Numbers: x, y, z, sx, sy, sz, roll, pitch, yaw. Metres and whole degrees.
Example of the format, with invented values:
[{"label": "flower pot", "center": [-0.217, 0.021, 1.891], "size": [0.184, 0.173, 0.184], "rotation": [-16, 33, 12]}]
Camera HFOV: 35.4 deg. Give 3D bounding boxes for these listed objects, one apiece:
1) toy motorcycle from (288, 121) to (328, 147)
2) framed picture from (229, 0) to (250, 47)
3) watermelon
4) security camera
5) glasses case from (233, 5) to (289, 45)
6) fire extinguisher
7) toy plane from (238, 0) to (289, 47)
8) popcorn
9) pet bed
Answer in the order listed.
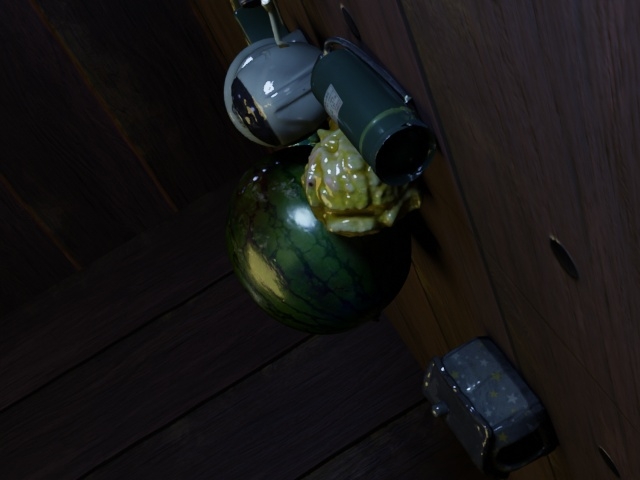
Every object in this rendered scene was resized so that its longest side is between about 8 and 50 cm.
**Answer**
[{"label": "toy motorcycle", "center": [-0.024, -0.212, 2.266], "size": [0.198, 0.109, 0.296], "rotation": [80, 168, -51]}, {"label": "framed picture", "center": [-0.153, -0.467, 2.251], "size": [0.247, 0.022, 0.335], "rotation": [-128, 14, -67]}, {"label": "watermelon", "center": [0.000, 0.000, 1.833], "size": [0.363, 0.363, 0.363], "rotation": [59, 177, 5]}, {"label": "security camera", "center": [-0.063, -0.252, 1.717], "size": [0.197, 0.191, 0.277], "rotation": [61, 176, -12]}, {"label": "glasses case", "center": [-0.094, -0.383, 1.959], "size": [0.184, 0.077, 0.039], "rotation": [60, 178, -10]}, {"label": "fire extinguisher", "center": [0.052, -0.193, 1.357], "size": [0.294, 0.093, 0.118], "rotation": [-123, 29, -45]}, {"label": "toy plane", "center": [-0.093, -0.396, 1.436], "size": [0.244, 0.092, 0.229], "rotation": [21, -125, -75]}, {"label": "popcorn", "center": [0.054, -0.095, 1.557], "size": [0.185, 0.167, 0.187], "rotation": [61, 179, -29]}, {"label": "pet bed", "center": [0.283, 0.297, 1.739], "size": [0.211, 0.159, 0.183], "rotation": [57, 176, 43]}]
